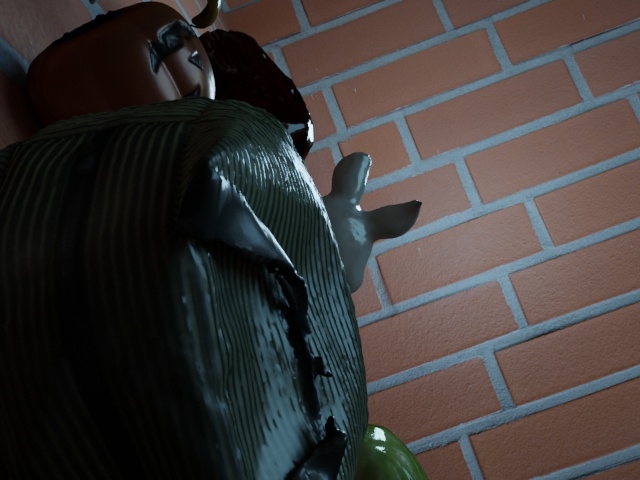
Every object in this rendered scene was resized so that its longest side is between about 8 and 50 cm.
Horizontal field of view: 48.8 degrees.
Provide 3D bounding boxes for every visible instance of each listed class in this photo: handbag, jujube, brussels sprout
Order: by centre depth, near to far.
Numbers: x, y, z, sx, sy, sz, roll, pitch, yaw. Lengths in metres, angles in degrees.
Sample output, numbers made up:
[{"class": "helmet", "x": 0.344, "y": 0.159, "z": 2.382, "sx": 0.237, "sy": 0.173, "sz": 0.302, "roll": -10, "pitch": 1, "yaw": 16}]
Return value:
[{"class": "handbag", "x": -0.101, "y": 0.071, "z": 0.478, "sx": 0.240, "sy": 0.247, "sz": 0.341, "roll": -80, "pitch": 156, "yaw": -81}, {"class": "brussels sprout", "x": 0.091, "y": 0.492, "z": 1.263, "sx": 0.328, "sy": 0.247, "sz": 0.328, "roll": 53, "pitch": 25, "yaw": -38}, {"class": "jujube", "x": -0.162, "y": -0.244, "z": 1.358, "sx": 0.258, "sy": 0.258, "sz": 0.377, "roll": 62, "pitch": 4, "yaw": -69}]

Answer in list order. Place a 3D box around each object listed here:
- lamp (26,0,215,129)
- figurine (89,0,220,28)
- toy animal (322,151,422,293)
[{"class": "lamp", "x": -0.200, "y": -0.152, "z": 0.738, "sx": 0.188, "sy": 0.187, "sz": 0.164, "roll": -103, "pitch": 169, "yaw": -64}, {"class": "figurine", "x": -0.266, "y": -0.455, "z": 0.783, "sx": 0.387, "sy": 0.267, "sz": 0.401, "roll": -175, "pitch": -105, "yaw": -79}, {"class": "toy animal", "x": -0.003, "y": 0.006, "z": 1.281, "sx": 0.196, "sy": 0.367, "sz": 0.241, "roll": 47, "pitch": -19, "yaw": 17}]
